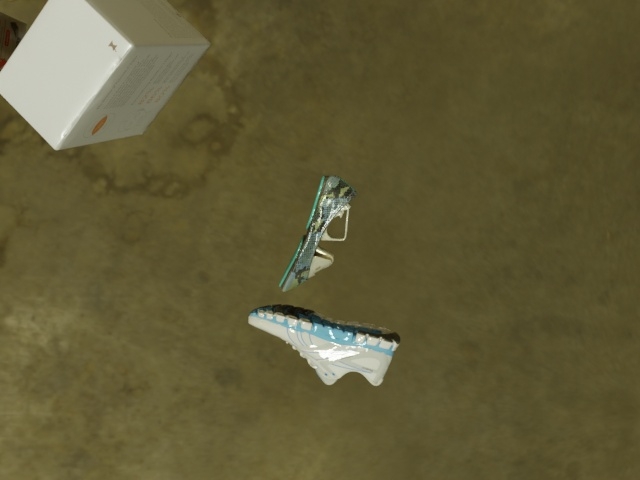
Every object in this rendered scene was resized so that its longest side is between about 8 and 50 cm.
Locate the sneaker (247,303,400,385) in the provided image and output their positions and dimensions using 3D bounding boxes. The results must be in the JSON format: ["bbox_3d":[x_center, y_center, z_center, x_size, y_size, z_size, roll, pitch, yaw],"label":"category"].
[{"bbox_3d":[-0.003,0.134,1.184,0.190,0.071,0.083,15,101,9],"label":"sneaker"}]

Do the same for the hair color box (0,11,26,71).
[{"bbox_3d":[-0.604,-0.364,1.671,0.053,0.167,0.093,-20,61,41],"label":"hair color box"}]

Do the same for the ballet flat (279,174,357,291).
[{"bbox_3d":[0.000,0.000,1.359,0.070,0.070,0.188,31,113,21],"label":"ballet flat"}]

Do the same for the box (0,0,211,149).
[{"bbox_3d":[-0.207,-0.172,0.932,0.091,0.170,0.130,45,110,6],"label":"box"}]
